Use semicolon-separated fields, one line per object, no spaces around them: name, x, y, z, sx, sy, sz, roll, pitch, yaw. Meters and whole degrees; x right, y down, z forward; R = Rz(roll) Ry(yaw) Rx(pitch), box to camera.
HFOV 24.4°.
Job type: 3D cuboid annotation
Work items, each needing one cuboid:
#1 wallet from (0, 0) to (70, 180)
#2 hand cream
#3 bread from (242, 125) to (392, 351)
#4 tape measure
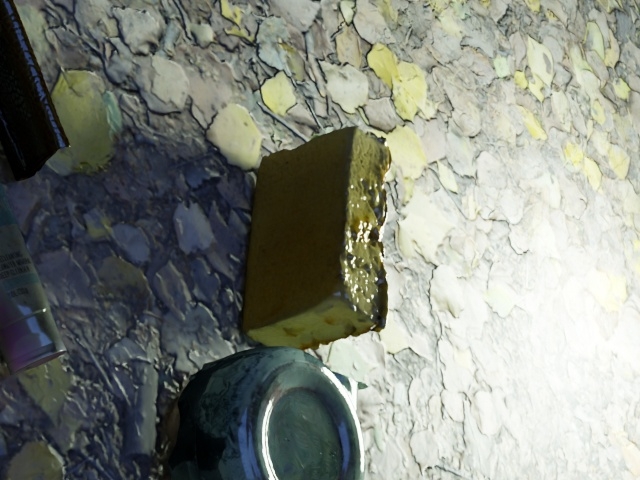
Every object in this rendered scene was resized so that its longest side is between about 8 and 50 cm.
wallet;-0.365;-0.197;1.694;0.039;0.133;0.243;-20;88;-35
hand cream;-0.371;-0.007;1.653;0.111;0.070;0.312;-20;84;-47
bread;0.000;0.000;1.960;0.114;0.184;0.275;30;52;-42
tape measure;-0.060;0.262;1.805;0.275;0.147;0.256;24;58;-43
